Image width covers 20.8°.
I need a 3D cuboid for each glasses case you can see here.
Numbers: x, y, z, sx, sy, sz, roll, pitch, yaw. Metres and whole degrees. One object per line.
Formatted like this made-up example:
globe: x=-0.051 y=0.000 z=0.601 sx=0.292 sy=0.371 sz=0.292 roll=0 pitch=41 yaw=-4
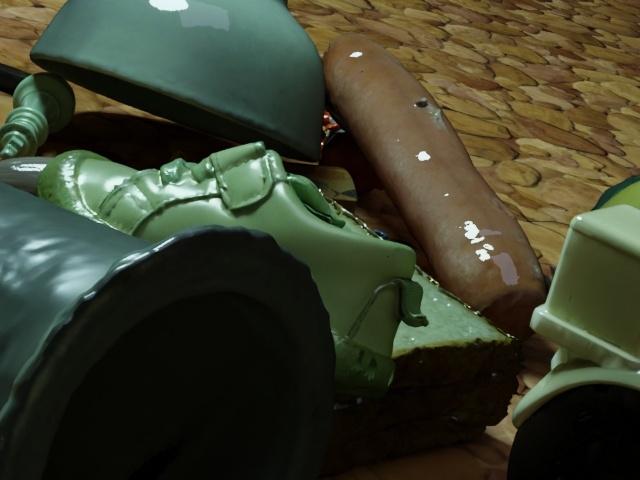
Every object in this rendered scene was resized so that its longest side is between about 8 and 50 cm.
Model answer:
glasses case: x=-0.053 y=-0.053 z=1.615 sx=0.170 sy=0.041 sz=0.064 roll=6 pitch=23 yaw=-27

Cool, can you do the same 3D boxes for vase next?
vase: x=-0.241 y=-0.045 z=1.441 sx=0.101 sy=0.053 sz=0.053 roll=6 pitch=21 yaw=-10
vase: x=-0.173 y=0.063 z=0.951 sx=0.291 sy=0.245 sz=0.245 roll=24 pitch=21 yaw=37

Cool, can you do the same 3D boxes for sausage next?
sausage: x=0.094 y=-0.058 z=1.560 sx=0.094 sy=0.094 sz=0.419 roll=40 pitch=14 yaw=-39

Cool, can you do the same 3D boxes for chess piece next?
chess piece: x=-0.263 y=-0.103 z=1.580 sx=0.059 sy=0.059 sz=0.149 roll=15 pitch=25 yaw=-2

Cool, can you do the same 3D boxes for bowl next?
bowl: x=-0.112 y=-0.186 z=1.636 sx=0.289 sy=0.146 sz=0.289 roll=20 pitch=-1 yaw=1

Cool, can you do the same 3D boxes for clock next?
clock: x=0.280 y=0.151 z=0.996 sx=0.379 sy=0.276 sz=0.120 roll=24 pitch=23 yaw=32

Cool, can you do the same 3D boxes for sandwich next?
sandwich: x=-0.040 y=0.054 z=1.261 sx=0.271 sy=0.099 sz=0.301 roll=-9 pitch=34 yaw=-40

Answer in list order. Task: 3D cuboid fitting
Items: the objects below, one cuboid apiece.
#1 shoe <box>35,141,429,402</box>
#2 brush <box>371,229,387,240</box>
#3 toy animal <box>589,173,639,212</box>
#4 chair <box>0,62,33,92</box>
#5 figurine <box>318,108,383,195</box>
shoe: x=-0.050 y=0.009 z=1.090 sx=0.262 sy=0.128 sz=0.140 roll=33 pitch=-13 yaw=24
brush: x=0.000 y=0.000 z=1.553 sx=0.164 sy=0.014 sz=0.051 roll=-4 pitch=29 yaw=-44
toy animal: x=0.286 y=0.034 z=1.362 sx=0.191 sy=0.216 sz=0.338 roll=43 pitch=11 yaw=-8
chair: x=-0.461 y=-0.270 z=1.665 sx=0.416 sy=0.203 sz=0.240 roll=20 pitch=18 yaw=15
figurine: x=0.029 y=-0.086 z=1.731 sx=0.075 sy=0.068 sz=0.140 roll=4 pitch=29 yaw=-17
